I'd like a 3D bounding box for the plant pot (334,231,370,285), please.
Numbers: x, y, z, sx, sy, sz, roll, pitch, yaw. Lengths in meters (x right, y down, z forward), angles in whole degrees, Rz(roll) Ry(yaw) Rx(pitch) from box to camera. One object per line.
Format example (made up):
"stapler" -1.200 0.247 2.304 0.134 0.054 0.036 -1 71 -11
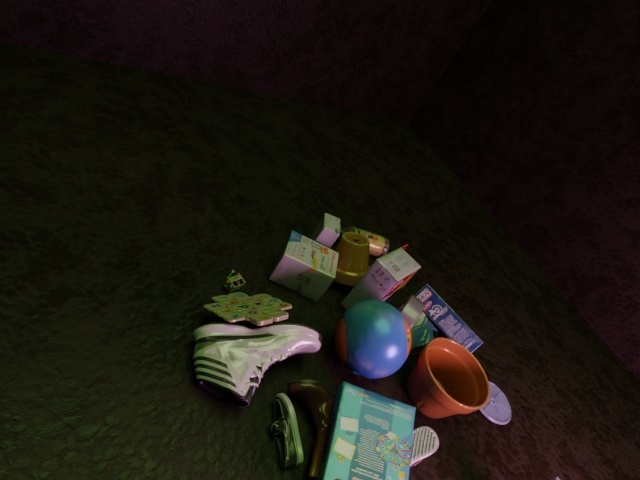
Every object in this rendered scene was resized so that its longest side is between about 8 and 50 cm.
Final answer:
"plant pot" 0.137 0.072 1.928 0.204 0.188 0.205 10 25 -5

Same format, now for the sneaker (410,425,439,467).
"sneaker" 0.230 0.708 1.398 0.320 0.128 0.126 -4 54 -23

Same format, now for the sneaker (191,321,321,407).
"sneaker" -0.196 0.417 1.408 0.446 0.169 0.258 5 53 -21

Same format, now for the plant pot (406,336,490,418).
"plant pot" 0.476 0.559 1.669 0.290 0.204 0.291 20 38 -16

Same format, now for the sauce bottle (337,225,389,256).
"sauce bottle" 0.182 -0.008 2.163 0.344 0.111 0.112 17 40 -21

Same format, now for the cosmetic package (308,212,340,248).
"cosmetic package" 0.000 0.000 1.920 0.085 0.231 0.117 22 38 -14

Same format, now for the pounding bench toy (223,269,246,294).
"pounding bench toy" -0.343 0.157 1.646 0.065 0.052 0.083 -18 60 -46

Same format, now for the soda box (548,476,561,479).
"soda box" 0.695 0.886 1.394 0.098 0.286 0.091 46 39 19

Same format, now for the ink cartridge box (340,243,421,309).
"ink cartridge box" 0.276 0.186 1.849 0.271 0.310 0.130 -21 62 -47

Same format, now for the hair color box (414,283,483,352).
"hair color box" 0.584 0.368 1.983 0.347 0.105 0.174 48 4 19

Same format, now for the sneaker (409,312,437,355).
"sneaker" 0.421 0.433 1.832 0.147 0.130 0.330 42 38 16

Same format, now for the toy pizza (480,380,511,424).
"toy pizza" 0.732 0.697 1.844 0.201 0.032 0.201 19 39 -16

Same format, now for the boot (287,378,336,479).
"boot" -0.014 0.609 1.361 0.264 0.096 0.281 38 39 -22

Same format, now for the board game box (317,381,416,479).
"board game box" 0.142 0.637 1.293 0.253 0.079 0.336 20 49 -2

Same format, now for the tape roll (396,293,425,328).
"tape roll" 0.348 0.333 1.812 0.072 0.219 0.219 40 37 8

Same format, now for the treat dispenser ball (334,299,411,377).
"treat dispenser ball" 0.196 0.368 1.606 0.287 0.288 0.288 20 39 -17

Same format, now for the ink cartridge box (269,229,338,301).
"ink cartridge box" -0.065 0.108 1.805 0.232 0.168 0.171 26 37 -10

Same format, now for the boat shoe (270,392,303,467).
"boat shoe" -0.114 0.581 1.320 0.070 0.078 0.220 5 47 -33

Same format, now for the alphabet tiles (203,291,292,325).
"alphabet tiles" -0.253 0.238 1.509 0.284 0.021 0.277 14 14 41
